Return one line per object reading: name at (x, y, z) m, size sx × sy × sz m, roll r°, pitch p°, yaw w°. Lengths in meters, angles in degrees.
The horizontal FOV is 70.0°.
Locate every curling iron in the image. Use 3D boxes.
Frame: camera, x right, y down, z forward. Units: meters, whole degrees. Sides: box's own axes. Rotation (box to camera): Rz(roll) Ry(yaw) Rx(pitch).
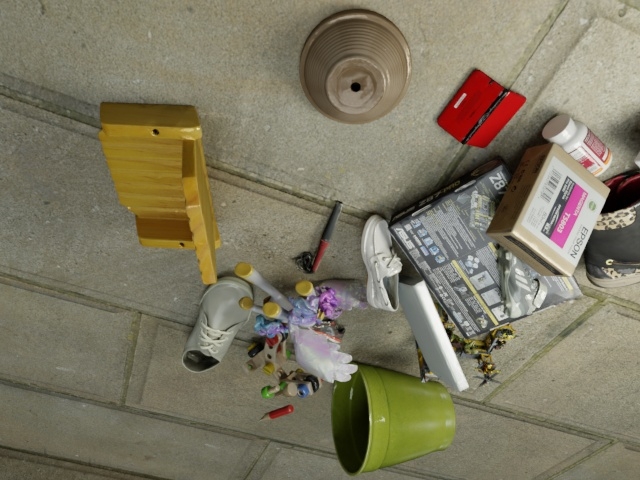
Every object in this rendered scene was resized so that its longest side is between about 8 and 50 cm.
curling iron at (0.000, 0.000, 1.274) m, size 0.068 × 0.035 × 0.273 m, roll 20°, pitch 129°, yaw -13°

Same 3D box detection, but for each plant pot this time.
plant pot at (0.262, 0.615, 1.603) m, size 0.354 × 0.366 × 0.366 m, roll 6°, pitch 131°, yaw -16°
plant pot at (0.071, -0.335, 0.940) m, size 0.238 × 0.109 × 0.237 m, roll 3°, pitch 131°, yaw 3°

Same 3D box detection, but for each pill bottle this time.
pill bottle at (0.572, -0.212, 1.025) m, size 0.152 × 0.086 × 0.086 m, roll 33°, pitch 125°, yaw -22°

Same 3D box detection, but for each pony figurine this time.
pony figurine at (-0.050, 0.205, 1.300) m, size 0.352 × 0.302 × 0.363 m, roll 14°, pitch 161°, yaw 21°

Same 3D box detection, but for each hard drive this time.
hard drive at (0.298, 0.248, 1.279) m, size 0.040 × 0.203 × 0.307 m, roll -25°, pitch 94°, yaw -8°

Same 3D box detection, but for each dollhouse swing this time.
dollhouse swing at (-0.380, -0.086, 1.053) m, size 0.316 × 0.304 × 0.346 m, roll 3°, pitch 131°, yaw 1°

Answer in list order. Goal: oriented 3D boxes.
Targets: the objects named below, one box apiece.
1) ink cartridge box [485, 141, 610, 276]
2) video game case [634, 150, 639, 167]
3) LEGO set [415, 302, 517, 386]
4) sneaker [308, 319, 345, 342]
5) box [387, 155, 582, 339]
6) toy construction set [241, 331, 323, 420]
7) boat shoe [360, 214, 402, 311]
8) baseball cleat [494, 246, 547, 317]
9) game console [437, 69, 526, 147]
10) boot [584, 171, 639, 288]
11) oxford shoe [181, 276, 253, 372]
ink cartridge box at (0.504, -0.065, 1.012) m, size 0.193 × 0.234 × 0.088 m, roll 32°, pitch 169°, yaw -15°
video game case at (0.791, -0.194, 0.999) m, size 0.201 × 0.023 × 0.183 m, roll 32°, pitch 88°, yaw -21°
LEGO set at (0.451, 0.348, 1.437) m, size 0.332 × 0.192 × 0.254 m, roll 13°, pitch 130°, yaw -8°
sneaker at (0.013, 0.279, 1.509) m, size 0.158 × 0.061 × 0.064 m, roll 30°, pitch 99°, yaw -21°
box at (0.411, 0.034, 1.166) m, size 0.318 × 0.097 × 0.394 m, roll -31°, pitch 103°, yaw 28°
toy construction set at (-0.149, 0.448, 1.509) m, size 0.237 × 0.308 × 0.257 m, roll -33°, pitch 113°, yaw 33°
boat shoe at (0.178, 0.065, 1.235) m, size 0.096 × 0.098 × 0.276 m, roll 17°, pitch 124°, yaw 45°
baseball cleat at (0.478, 0.085, 1.091) m, size 0.110 × 0.072 × 0.205 m, roll -10°, pitch 114°, yaw 1°
game console at (0.357, -0.290, 1.021) m, size 0.124 × 0.085 × 0.144 m, roll 42°, pitch 126°, yaw 10°
boot at (0.830, -0.044, 1.125) m, size 0.378 × 0.138 × 0.284 m, roll -22°, pitch 126°, yaw 27°
oxford shoe at (-0.338, 0.287, 1.482) m, size 0.169 × 0.130 × 0.449 m, roll 24°, pitch 126°, yaw -14°
